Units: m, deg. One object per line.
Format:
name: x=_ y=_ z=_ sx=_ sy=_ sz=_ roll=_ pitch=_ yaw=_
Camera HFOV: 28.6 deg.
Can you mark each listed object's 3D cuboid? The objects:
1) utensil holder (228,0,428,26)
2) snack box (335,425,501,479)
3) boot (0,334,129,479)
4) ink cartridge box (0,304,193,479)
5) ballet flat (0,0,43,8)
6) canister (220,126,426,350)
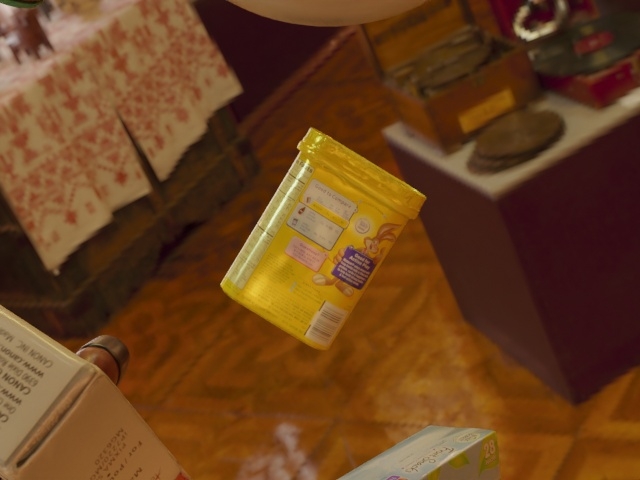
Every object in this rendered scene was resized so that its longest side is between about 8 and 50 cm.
utensil holder: x=0.010 y=-0.370 z=0.853 sx=0.327 sy=0.328 sz=0.385 roll=-29 pitch=-10 yaw=-8
snack box: x=0.077 y=0.264 z=0.948 sx=0.070 sy=0.207 sz=0.174 roll=-3 pitch=9 yaw=35
boot: x=-0.337 y=0.270 z=1.535 sx=0.264 sy=0.096 sz=0.280 roll=-58 pitch=-2 yaw=20
ink cartridge box: x=-0.188 y=0.067 z=0.642 sx=0.275 sy=0.239 sz=0.060 roll=29 pitch=70 yaw=24
ballet flat: x=-0.256 y=-0.350 z=1.054 sx=0.139 sy=0.139 sz=0.400 roll=-24 pitch=47 yaw=3
canister: x=0.000 y=0.000 z=1.151 sx=0.170 sy=0.126 sz=0.073 roll=-58 pitch=1 yaw=6
